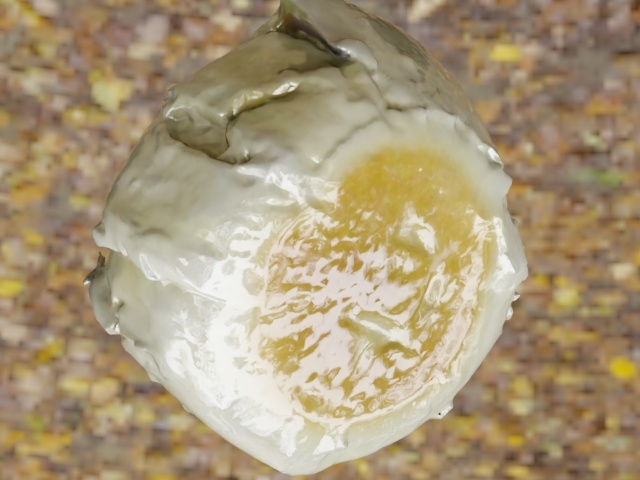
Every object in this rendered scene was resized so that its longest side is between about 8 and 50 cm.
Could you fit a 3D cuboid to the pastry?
[{"bbox_3d":[0.000,0.000,0.695,0.166,0.166,0.088,32,-179,-43],"label":"pastry"}]
